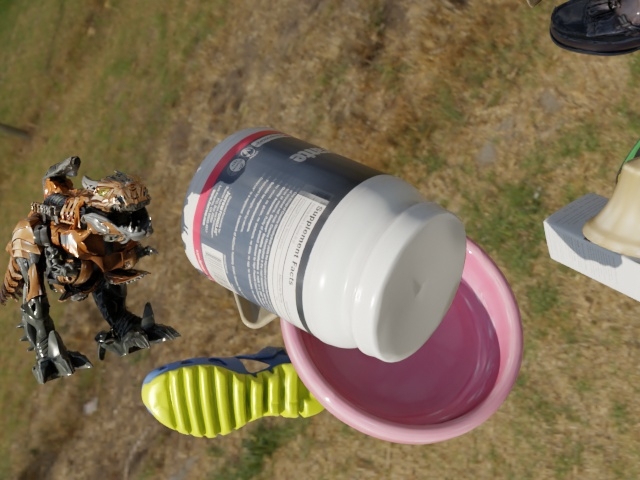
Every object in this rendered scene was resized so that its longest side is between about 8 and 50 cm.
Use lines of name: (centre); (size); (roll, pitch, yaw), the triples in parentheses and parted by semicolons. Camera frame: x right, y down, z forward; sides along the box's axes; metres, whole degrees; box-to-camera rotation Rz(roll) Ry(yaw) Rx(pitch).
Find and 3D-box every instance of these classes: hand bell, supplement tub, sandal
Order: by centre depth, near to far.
hand bell: (0.350, -0.114, 0.941); (0.126, 0.126, 0.241); (27, 120, 49)
supplement tub: (0.000, 0.000, 1.009); (0.272, 0.191, 0.191); (25, 97, 33)
sandal: (-0.141, 0.239, 1.523); (0.138, 0.318, 0.126); (30, 115, 61)

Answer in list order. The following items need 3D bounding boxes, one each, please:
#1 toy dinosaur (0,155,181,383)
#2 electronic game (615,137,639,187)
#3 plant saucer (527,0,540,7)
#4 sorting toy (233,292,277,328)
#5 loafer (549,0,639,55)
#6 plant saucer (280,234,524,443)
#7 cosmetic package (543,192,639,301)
toy dinosaur: (-0.264, 0.029, 1.010); (0.322, 0.164, 0.218); (-23, 86, 67)
electronic game: (0.495, -0.153, 1.282); (0.229, 0.048, 0.229); (-51, 1, 1)
plant saucer: (0.237, -0.428, 1.060); (0.050, 0.310, 0.310); (-10, 68, 19)
sorting toy: (-0.031, 0.058, 1.516); (0.229, 0.041, 0.307); (-31, 38, 5)
loafer: (0.462, -0.321, 1.260); (0.303, 0.095, 0.109); (2, 71, 22)
plant saucer: (0.104, 0.115, 1.241); (0.084, 0.332, 0.332); (118, 147, -59)
cosmetic package: (0.483, 0.009, 1.493); (0.231, 0.117, 0.085); (31, 146, 55)
